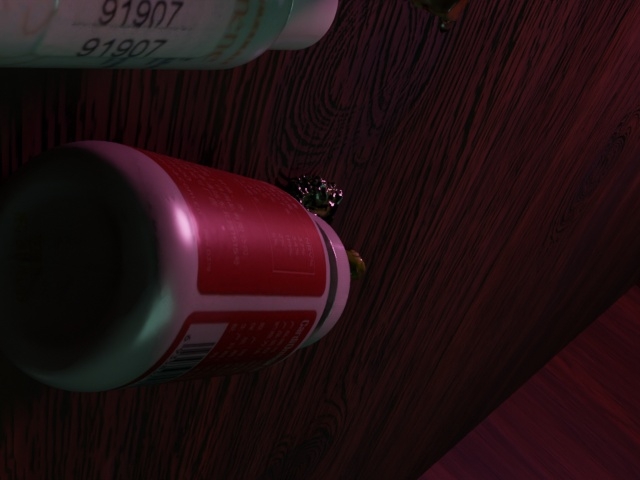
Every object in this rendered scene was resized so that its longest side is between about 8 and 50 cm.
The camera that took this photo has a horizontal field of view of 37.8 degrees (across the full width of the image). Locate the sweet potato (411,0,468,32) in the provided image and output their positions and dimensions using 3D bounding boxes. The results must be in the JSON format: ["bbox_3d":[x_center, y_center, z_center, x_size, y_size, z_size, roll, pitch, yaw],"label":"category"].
[{"bbox_3d":[0.073,-0.258,0.385,0.131,0.131,0.336,-27,150,-42],"label":"sweet potato"}]

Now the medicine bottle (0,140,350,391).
[{"bbox_3d":[-0.078,0.019,0.569,0.131,0.131,0.250,-52,159,12],"label":"medicine bottle"}]

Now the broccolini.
[{"bbox_3d":[0.000,-0.008,0.824,0.254,0.071,0.057,38,53,-75],"label":"broccolini"}]

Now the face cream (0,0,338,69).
[{"bbox_3d":[-0.084,-0.113,0.396,0.269,0.082,0.082,-15,141,-54],"label":"face cream"}]
